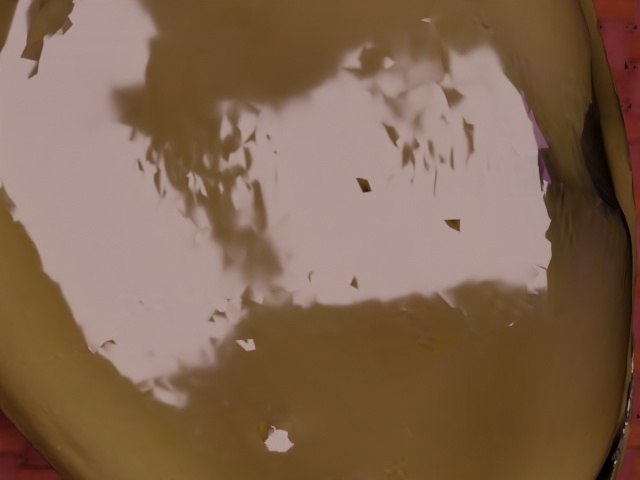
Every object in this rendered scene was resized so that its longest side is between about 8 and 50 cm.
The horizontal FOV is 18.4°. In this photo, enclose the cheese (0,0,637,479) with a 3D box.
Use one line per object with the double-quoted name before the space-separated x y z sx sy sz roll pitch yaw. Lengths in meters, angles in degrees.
"cheese" 0.000 0.000 0.699 0.259 0.128 0.316 -29 97 -2
